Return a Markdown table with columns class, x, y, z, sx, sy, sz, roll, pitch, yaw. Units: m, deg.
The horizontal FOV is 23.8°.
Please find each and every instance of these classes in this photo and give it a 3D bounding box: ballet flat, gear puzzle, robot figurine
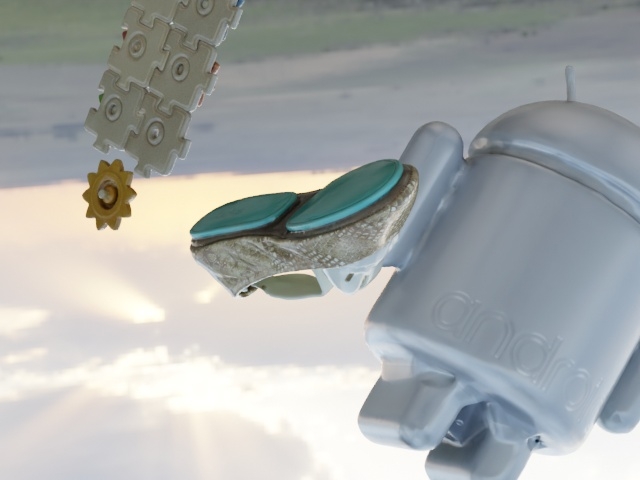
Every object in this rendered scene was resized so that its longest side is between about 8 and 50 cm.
| class | x | y | z | sx | sy | sz | roll | pitch | yaw |
| --- | --- | --- | --- | --- | --- | --- | --- | --- | --- |
| ballet flat | 0.000 | 0.000 | 0.899 | 0.073 | 0.067 | 0.206 | -43 | -161 | -30 |
| gear puzzle | -0.188 | -0.162 | 1.756 | 0.175 | 0.339 | 0.044 | 30 | -168 | 37 |
| robot figurine | 0.171 | 0.033 | 1.231 | 0.300 | 0.353 | 0.200 | 36 | 165 | -19 |
